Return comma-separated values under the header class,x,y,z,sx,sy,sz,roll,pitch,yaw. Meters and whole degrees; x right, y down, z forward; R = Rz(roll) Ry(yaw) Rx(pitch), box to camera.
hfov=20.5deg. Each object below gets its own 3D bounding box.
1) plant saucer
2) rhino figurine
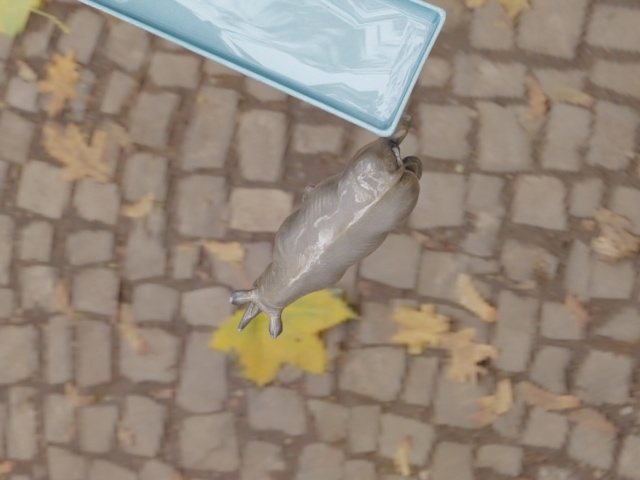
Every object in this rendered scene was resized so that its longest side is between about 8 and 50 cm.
class,x,y,z,sx,sy,sz,roll,pitch,yaw
plant saucer,-0.034,-0.116,0.868,0.192,0.018,0.067,25,91,16
rhino figurine,0.000,0.000,1.492,0.073,0.106,0.243,39,119,-11
